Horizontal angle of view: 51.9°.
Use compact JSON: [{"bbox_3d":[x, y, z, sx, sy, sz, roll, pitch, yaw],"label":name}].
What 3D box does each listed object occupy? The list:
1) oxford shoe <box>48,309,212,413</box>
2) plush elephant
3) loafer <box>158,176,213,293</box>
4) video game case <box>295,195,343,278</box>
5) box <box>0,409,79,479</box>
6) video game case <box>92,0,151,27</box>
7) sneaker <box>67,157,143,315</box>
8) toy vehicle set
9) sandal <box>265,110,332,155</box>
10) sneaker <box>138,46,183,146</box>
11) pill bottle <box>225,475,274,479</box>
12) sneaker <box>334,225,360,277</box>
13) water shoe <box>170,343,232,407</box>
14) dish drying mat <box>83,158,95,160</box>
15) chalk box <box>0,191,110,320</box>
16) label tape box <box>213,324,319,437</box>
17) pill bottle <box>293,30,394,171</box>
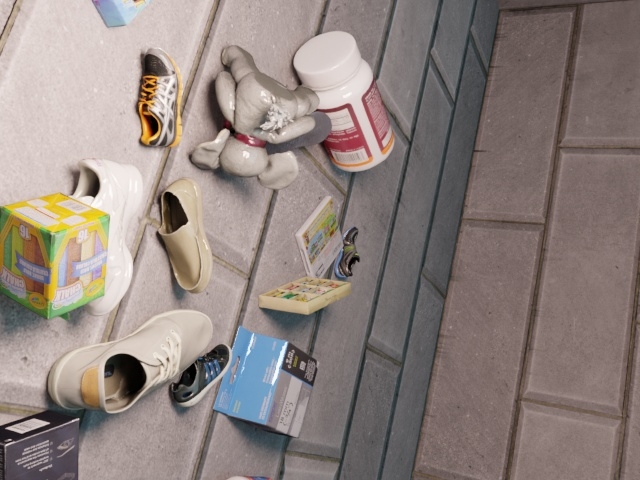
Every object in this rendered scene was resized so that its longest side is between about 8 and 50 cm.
[{"bbox_3d":[-0.363,0.258,1.410,0.449,0.130,0.169,-14,105,-62],"label":"oxford shoe"},{"bbox_3d":[-0.163,-0.265,1.594,0.272,0.255,0.330,25,28,-21],"label":"plush elephant"},{"bbox_3d":[-0.315,-0.007,1.490,0.092,0.102,0.268,-16,99,-59],"label":"loafer"},{"bbox_3d":[0.000,0.000,2.143,0.227,0.026,0.206,-53,139,-43],"label":"video game case"},{"bbox_3d":[-0.523,0.406,1.173,0.156,0.093,0.158,-5,98,-62],"label":"box"},{"bbox_3d":[-0.392,-0.598,1.277,0.244,0.061,0.269,-61,144,-34],"label":"video game case"},{"bbox_3d":[-0.435,-0.010,1.255,0.152,0.114,0.304,17,75,-59],"label":"sneaker"},{"bbox_3d":[-0.041,0.159,1.944,0.267,0.166,0.035,-18,111,-60],"label":"toy vehicle set"},{"bbox_3d":[-0.077,-0.301,1.853,0.255,0.054,0.097,-27,125,-26],"label":"sandal"},{"bbox_3d":[-0.346,-0.299,1.394,0.083,0.084,0.214,-27,119,-52],"label":"sneaker"},{"bbox_3d":[-0.205,0.702,1.780,0.221,0.124,0.124,38,62,-59],"label":"pill bottle"},{"bbox_3d":[0.107,0.043,2.290,0.067,0.078,0.188,42,58,-57],"label":"sneaker"},{"bbox_3d":[-0.287,0.315,1.615,0.203,0.073,0.080,-55,138,-43],"label":"water shoe"},{"bbox_3d":[-0.455,-0.120,1.298,0.032,0.008,0.083,-16,108,-60],"label":"dish drying mat"},{"bbox_3d":[-0.467,0.044,1.148,0.132,0.132,0.212,-28,135,-58],"label":"chalk box"},{"bbox_3d":[-0.141,0.409,1.868,0.333,0.106,0.240,46,54,-55],"label":"label tape box"},{"bbox_3d":[0.073,-0.417,1.998,0.224,0.224,0.392,-66,147,-30],"label":"pill bottle"}]
